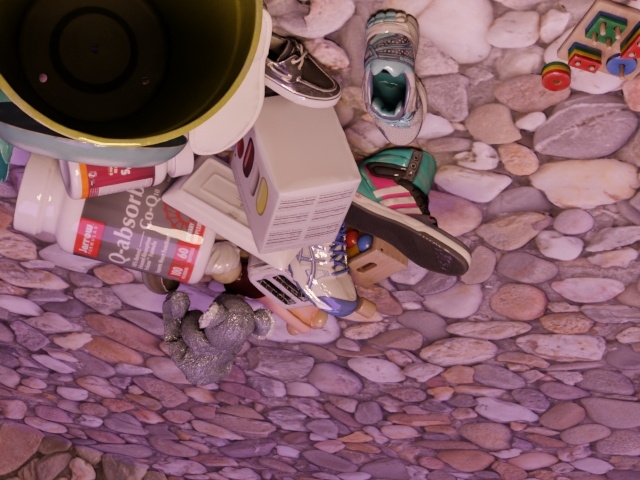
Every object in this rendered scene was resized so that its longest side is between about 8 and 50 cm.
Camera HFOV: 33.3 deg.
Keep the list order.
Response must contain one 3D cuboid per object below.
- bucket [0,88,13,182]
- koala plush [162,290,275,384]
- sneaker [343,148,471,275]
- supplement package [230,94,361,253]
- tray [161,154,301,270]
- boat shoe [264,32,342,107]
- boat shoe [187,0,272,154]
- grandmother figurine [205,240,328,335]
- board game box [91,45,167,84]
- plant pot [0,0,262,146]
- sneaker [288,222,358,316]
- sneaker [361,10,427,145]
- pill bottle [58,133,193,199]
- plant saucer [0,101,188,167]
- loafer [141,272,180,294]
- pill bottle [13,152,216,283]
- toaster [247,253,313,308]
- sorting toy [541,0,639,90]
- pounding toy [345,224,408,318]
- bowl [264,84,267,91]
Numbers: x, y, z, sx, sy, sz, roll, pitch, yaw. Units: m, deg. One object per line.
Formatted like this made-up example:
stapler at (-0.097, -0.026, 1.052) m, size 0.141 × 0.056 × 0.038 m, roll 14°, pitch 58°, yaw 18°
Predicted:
bucket at (-0.658, -0.221, 1.868) m, size 0.281 × 0.183 × 0.281 m, roll 5°, pitch 148°, yaw 3°
koala plush at (-0.211, 0.190, 2.285) m, size 0.196 × 0.203 × 0.221 m, roll 17°, pitch 149°, yaw -33°
sneaker at (0.174, -0.066, 1.921) m, size 0.295 × 0.178 × 0.124 m, roll 30°, pitch 155°, yaw 21°
supplement package at (-0.049, -0.117, 1.843) m, size 0.149 × 0.194 × 0.203 m, roll -10°, pitch 153°, yaw -19°
tray at (-0.141, -0.064, 1.944) m, size 0.270 × 0.145 × 0.030 m, roll 30°, pitch 148°, yaw 13°
boat shoe at (-0.057, -0.284, 1.723) m, size 0.219 × 0.077 × 0.070 m, roll 23°, pitch 143°, yaw -15°
boat shoe at (-0.152, -0.267, 1.681) m, size 0.116 × 0.099 × 0.319 m, roll -9°, pitch 144°, yaw -25°
grandmother figurine at (-0.128, 0.101, 2.341) m, size 0.208 × 0.104 × 0.342 m, roll -28°, pitch 137°, yaw 32°
board game box at (-0.327, -0.263, 1.739) m, size 0.201 × 0.035 × 0.136 m, roll 11°, pitch 141°, yaw -17°
plant pot at (-0.300, -0.294, 1.495) m, size 0.366 × 0.366 × 0.353 m, roll 18°, pitch 173°, yaw -16°
sneaker at (0.000, 0.000, 2.008) m, size 0.131 × 0.112 × 0.296 m, roll -33°, pitch 86°, yaw 36°
sneaker at (0.109, -0.231, 1.729) m, size 0.110 × 0.122 × 0.283 m, roll 1°, pitch 147°, yaw 12°
pill bottle at (-0.346, -0.149, 1.902) m, size 0.221 × 0.121 × 0.121 m, roll -13°, pitch 154°, yaw -21°
plant saucer at (-0.368, -0.164, 1.680) m, size 0.318 × 0.043 × 0.317 m, roll 10°, pitch -167°, yaw -2°
loafer at (-0.336, 0.038, 2.287) m, size 0.087 × 0.094 × 0.251 m, roll 5°, pitch 148°, yaw 13°
pill bottle at (-0.381, -0.057, 2.038) m, size 0.363 × 0.210 × 0.210 m, roll 14°, pitch 148°, yaw -10°
toaster at (-0.062, 0.039, 2.176) m, size 0.129 × 0.146 × 0.227 m, roll -14°, pitch 142°, yaw 30°
sorting toy at (0.451, -0.296, 1.618) m, size 0.132 × 0.046 × 0.274 m, roll 15°, pitch 147°, yaw -11°
pounding toy at (0.078, 0.044, 2.095) m, size 0.094 × 0.206 × 0.181 m, roll 29°, pitch 143°, yaw -29°
bowl at (-0.177, -0.254, 1.800) m, size 0.170 × 0.080 × 0.170 m, roll 6°, pitch 147°, yaw 4°
